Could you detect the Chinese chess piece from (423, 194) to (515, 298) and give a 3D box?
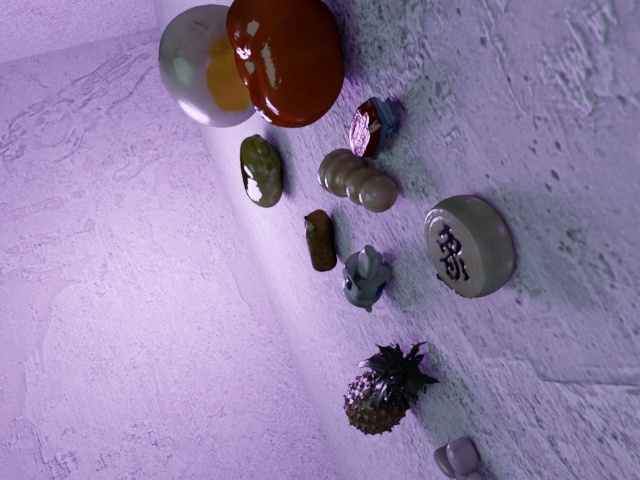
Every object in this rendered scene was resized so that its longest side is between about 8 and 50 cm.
[{"bbox_3d":[0.200,0.009,0.668,0.144,0.058,0.144,58,162,33],"label":"Chinese chess piece"}]

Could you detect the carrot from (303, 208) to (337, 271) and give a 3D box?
[{"bbox_3d":[0.000,0.000,1.283,0.082,0.082,0.173,53,160,45],"label":"carrot"}]

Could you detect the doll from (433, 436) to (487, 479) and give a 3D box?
[{"bbox_3d":[0.292,0.482,0.959,0.161,0.059,0.160,97,149,-58],"label":"doll"}]

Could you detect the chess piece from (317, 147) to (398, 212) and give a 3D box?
[{"bbox_3d":[0.074,-0.102,0.897,0.170,0.094,0.094,43,150,48],"label":"chess piece"}]

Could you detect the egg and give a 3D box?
[{"bbox_3d":[-0.270,-0.439,1.262,0.345,0.282,0.283,99,147,-70],"label":"egg"}]

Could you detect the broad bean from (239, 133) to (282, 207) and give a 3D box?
[{"bbox_3d":[-0.196,-0.224,1.575,0.291,0.119,0.238,142,106,-74],"label":"broad bean"}]

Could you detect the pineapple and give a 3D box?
[{"bbox_3d":[0.154,0.320,1.093,0.166,0.165,0.365,60,154,30],"label":"pineapple"}]

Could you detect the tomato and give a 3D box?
[{"bbox_3d":[-0.058,-0.332,0.874,0.260,0.179,0.260,159,90,-77],"label":"tomato"}]

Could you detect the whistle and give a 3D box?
[{"bbox_3d":[0.097,0.078,1.037,0.245,0.091,0.110,95,152,-59],"label":"whistle"}]

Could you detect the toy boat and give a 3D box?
[{"bbox_3d":[0.088,-0.182,0.806,0.173,0.058,0.069,109,138,-76],"label":"toy boat"}]
